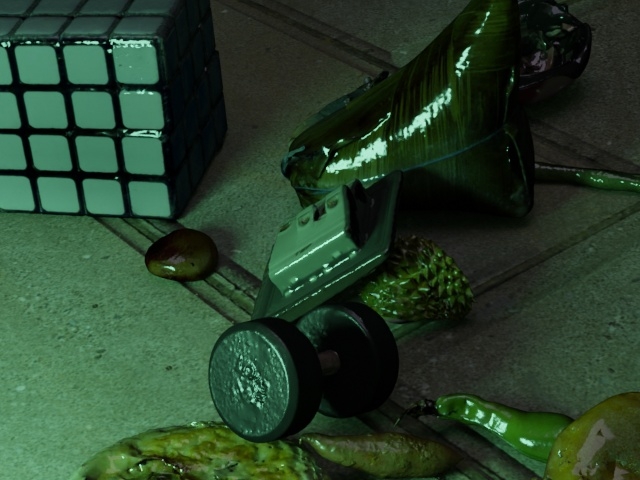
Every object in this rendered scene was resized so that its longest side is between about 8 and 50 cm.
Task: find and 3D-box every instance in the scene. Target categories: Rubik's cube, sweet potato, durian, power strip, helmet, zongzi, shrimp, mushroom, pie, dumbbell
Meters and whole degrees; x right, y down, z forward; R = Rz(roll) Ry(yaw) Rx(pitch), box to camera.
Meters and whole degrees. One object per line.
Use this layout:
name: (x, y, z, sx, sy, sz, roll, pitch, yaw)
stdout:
Rubik's cube: (-0.370, -0.262, 2.384, 0.344, 0.337, 0.344, 1, 31, 10)
sweet potato: (0.075, 0.264, 1.735, 0.206, 0.060, 0.068, 10, -1, -9)
durian: (0.121, 0.063, 2.001, 0.186, 0.119, 0.108, 21, 37, 33)
power strip: (-0.001, 0.000, 2.052, 0.257, 0.092, 0.251, -31, 29, 23)
helmet: (0.377, -0.328, 2.565, 0.198, 0.154, 0.253, 39, 69, 24)
zongzi: (0.126, -0.234, 2.184, 0.403, 0.432, 0.208, -2, 35, 8)
shrimp: (0.075, -0.203, 2.482, 0.178, 0.075, 0.289, 27, 42, 28)
mushroom: (-0.216, 0.020, 2.181, 0.123, 0.052, 0.123, 0, 31, 0)
pie: (0.386, 0.288, 1.614, 0.273, 0.069, 0.273, 2, 54, -3)
pie: (-0.146, 0.318, 1.669, 0.339, 0.077, 0.339, -4, 32, 3)
dumbbell: (-0.020, 0.162, 1.770, 0.152, 0.152, 0.218, 21, 18, 35)

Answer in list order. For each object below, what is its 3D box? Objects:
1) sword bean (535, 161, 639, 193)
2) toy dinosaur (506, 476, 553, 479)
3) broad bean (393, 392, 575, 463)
sword bean: (0.459, -0.100, 2.292, 0.269, 0.038, 0.043, 9, 10, 22)
toy dinosaur: (0.209, 0.338, 1.510, 0.393, 0.205, 0.092, -5, 33, 37)
broad bean: (0.257, 0.246, 1.744, 0.318, 0.056, 0.098, 8, 33, 17)
